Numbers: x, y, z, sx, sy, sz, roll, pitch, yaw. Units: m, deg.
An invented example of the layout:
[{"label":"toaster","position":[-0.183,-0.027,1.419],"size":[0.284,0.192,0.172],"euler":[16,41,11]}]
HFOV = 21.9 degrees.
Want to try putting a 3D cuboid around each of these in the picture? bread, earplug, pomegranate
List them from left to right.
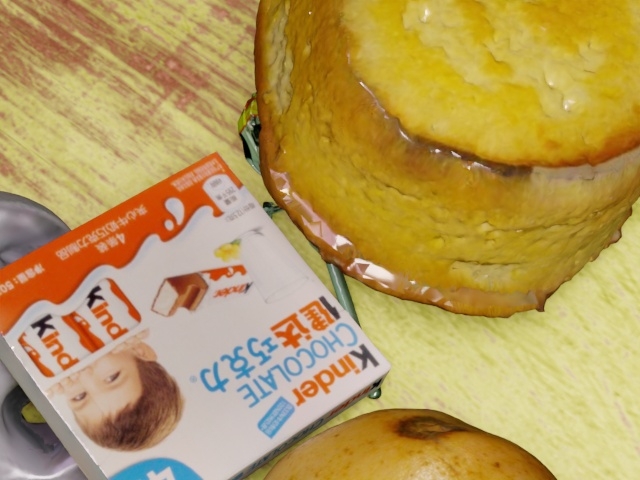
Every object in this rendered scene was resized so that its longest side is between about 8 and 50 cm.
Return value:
[{"label":"earplug","position":[-0.277,0.102,1.505],"size":[0.214,0.175,0.325],"euler":[-20,72,-12]},{"label":"pomegranate","position":[0.071,0.268,1.271],"size":[0.307,0.307,0.307],"euler":[-5,66,12]},{"label":"bread","position":[0.131,-0.130,1.430],"size":[0.398,0.215,0.398],"euler":[8,59,-13]}]

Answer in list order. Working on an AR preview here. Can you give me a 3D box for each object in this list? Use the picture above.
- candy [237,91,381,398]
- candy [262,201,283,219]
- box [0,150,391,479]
[{"label":"candy","position":[0.000,0.000,1.507],"size":[0.083,0.091,0.305],"euler":[-22,77,17]},{"label":"candy","position":[-0.048,-0.028,1.569],"size":[0.184,0.049,0.055],"euler":[-17,99,-3]},{"label":"box","position":[-0.121,0.084,1.422],"size":[0.273,0.048,0.265],"euler":[-32,73,-29]}]
